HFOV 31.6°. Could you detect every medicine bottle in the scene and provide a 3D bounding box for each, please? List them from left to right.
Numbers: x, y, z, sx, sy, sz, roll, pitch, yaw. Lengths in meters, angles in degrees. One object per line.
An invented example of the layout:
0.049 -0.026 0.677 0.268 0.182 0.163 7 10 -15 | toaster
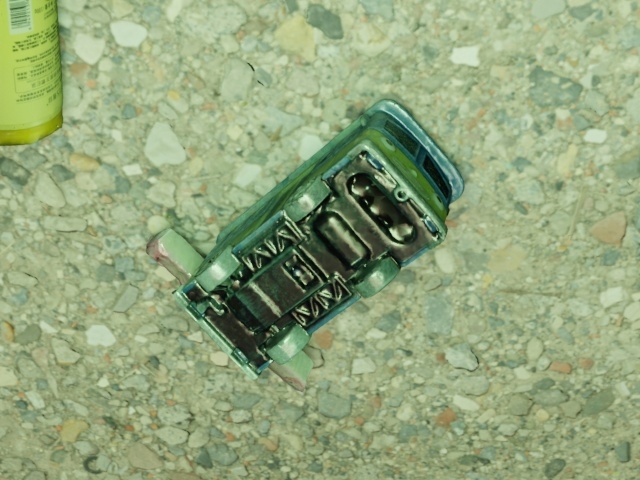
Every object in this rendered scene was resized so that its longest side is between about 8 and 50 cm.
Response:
-0.343 -0.216 1.225 0.124 0.124 0.239 7 127 0 | medicine bottle

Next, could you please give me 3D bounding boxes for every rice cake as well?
-0.117 0.091 1.451 0.290 0.081 0.051 46 73 -25 | rice cake

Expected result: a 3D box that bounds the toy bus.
0.000 0.000 1.303 0.312 0.190 0.152 -38 99 27 | toy bus
